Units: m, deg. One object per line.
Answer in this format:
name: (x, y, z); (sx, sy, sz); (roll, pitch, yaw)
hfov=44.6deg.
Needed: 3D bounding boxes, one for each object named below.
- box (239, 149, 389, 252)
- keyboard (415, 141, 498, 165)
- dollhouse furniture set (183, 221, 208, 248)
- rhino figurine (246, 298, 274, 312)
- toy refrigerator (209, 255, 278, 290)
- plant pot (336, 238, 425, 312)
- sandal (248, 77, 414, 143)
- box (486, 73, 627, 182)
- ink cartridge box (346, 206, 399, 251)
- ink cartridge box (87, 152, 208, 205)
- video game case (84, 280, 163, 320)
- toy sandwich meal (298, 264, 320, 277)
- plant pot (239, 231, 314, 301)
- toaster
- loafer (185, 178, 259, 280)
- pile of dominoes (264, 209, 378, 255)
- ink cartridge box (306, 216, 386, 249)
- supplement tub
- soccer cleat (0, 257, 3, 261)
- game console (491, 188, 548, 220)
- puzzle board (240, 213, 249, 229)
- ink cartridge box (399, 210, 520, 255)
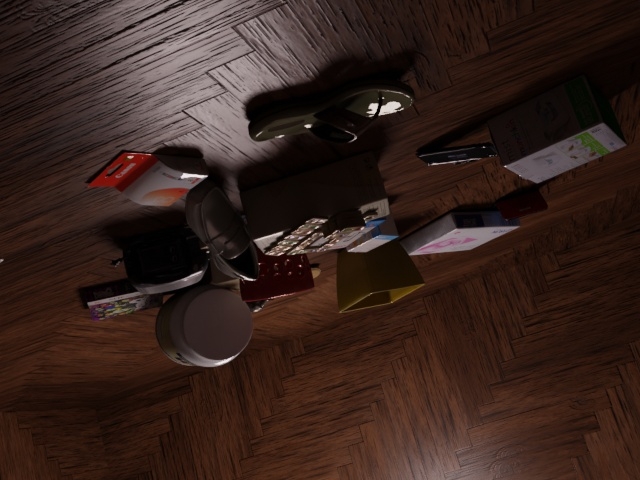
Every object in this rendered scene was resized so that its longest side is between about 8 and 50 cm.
box: (-0.010, -0.083, 1.758); (0.311, 0.121, 0.148); (-17, 166, 1)
keyboard: (0.321, -0.199, 1.798); (0.180, 0.023, 0.108); (-4, 167, 31)
dollhouse furniture set: (-0.259, -0.023, 1.815); (0.081, 0.091, 0.114); (-8, 175, 35)
rhino figurine: (-0.203, 0.188, 2.473); (0.106, 0.073, 0.243); (-31, -168, 33)
toy refrigerator: (-0.209, 0.086, 2.226); (0.102, 0.094, 0.269); (-14, 166, 17)
plant pot: (0.167, 0.098, 2.479); (0.212, 0.187, 0.212); (-8, 163, -31)
sandal: (0.024, -0.211, 1.397); (0.303, 0.086, 0.120); (-16, 165, -2)
box: (0.540, -0.241, 1.771); (0.231, 0.126, 0.262); (-24, 164, 29)
ink cartridge box: (0.126, -0.028, 2.164); (0.143, 0.092, 0.090); (-28, 161, 36)
ink cartridge box: (-0.323, -0.112, 1.470); (0.179, 0.045, 0.145); (-4, 160, -47)
video game case: (-0.555, 0.166, 2.229); (0.210, 0.041, 0.232); (-11, 164, -16)
toy sandwich meal: (-0.040, 0.105, 2.598); (0.086, 0.029, 0.085); (-14, 154, -7)
plant pot: (-0.121, 0.058, 2.004); (0.191, 0.174, 0.191); (-9, 178, 0)
toaster: (-0.375, 0.055, 1.859); (0.227, 0.129, 0.146); (-15, 167, -11)
loafer: (-0.200, -0.017, 1.677); (0.112, 0.111, 0.319); (-52, 152, -18)
pile of dominoes: (0.000, 0.000, 1.752); (0.196, 0.040, 0.251); (-7, 162, -35)
ink cartridge box: (0.049, -0.047, 2.023); (0.148, 0.085, 0.203); (-7, 162, -34)
supplement tub: (-0.342, 0.250, 2.287); (0.235, 0.235, 0.325); (-10, 177, -24)
soccer cleat: (-0.717, 0.059, 1.679); (0.083, 0.035, 0.029); (-19, 165, 10)
game console: (0.626, -0.101, 2.463); (0.144, 0.124, 0.085); (-17, 139, -1)
puzzle board: (-0.166, -0.046, 1.942); (0.096, 0.011, 0.128); (-13, 164, -14)
ink cartridge box: (0.441, -0.010, 2.608); (0.324, 0.071, 0.330); (-4, 161, -39)
